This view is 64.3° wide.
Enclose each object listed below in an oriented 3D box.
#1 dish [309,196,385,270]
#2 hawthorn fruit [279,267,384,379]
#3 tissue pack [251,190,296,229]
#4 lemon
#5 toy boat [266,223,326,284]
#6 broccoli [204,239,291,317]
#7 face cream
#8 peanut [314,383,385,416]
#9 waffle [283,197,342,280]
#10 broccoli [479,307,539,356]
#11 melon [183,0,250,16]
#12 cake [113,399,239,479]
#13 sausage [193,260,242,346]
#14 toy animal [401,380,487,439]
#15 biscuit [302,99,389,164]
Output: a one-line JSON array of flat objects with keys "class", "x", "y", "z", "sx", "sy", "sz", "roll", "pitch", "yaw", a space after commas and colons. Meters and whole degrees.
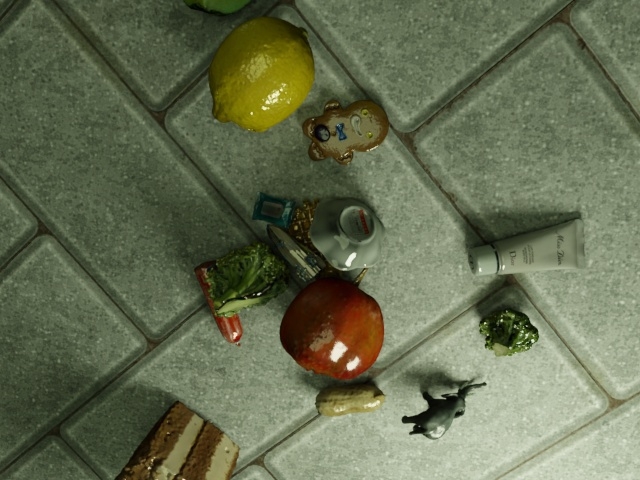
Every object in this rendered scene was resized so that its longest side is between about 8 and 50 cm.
[{"class": "dish", "x": 0.087, "y": -0.034, "z": 1.364, "sx": 0.230, "sy": 0.081, "sz": 0.229, "roll": 8, "pitch": 65, "yaw": -18}, {"class": "hawthorn fruit", "x": 0.053, "y": 0.213, "z": 1.399, "sx": 0.287, "sy": 0.287, "sz": 0.330, "roll": 26, "pitch": 92, "yaw": 0}, {"class": "tissue pack", "x": -0.133, "y": -0.085, "z": 1.454, "sx": 0.138, "sy": 0.028, "sz": 0.085, "roll": 17, "pitch": 97, "yaw": 26}, {"class": "lemon", "x": -0.153, "y": -0.416, "z": 1.290, "sx": 0.320, "sy": 0.245, "sz": 0.245, "roll": -42, "pitch": 95, "yaw": 16}, {"class": "toy boat", "x": -0.077, "y": 0.030, "z": 1.422, "sx": 0.210, "sy": 0.066, "sz": 0.084, "roll": 46, "pitch": 103, "yaw": 3}, {"class": "broccoli", "x": -0.227, "y": 0.098, "z": 1.422, "sx": 0.242, "sy": 0.273, "sz": 0.180, "roll": -35, "pitch": 73, "yaw": 28}, {"class": "face cream", "x": 0.567, "y": 0.033, "z": 1.398, "sx": 0.315, "sy": 0.089, "sz": 0.143, "roll": -10, "pitch": 102, "yaw": -2}, {"class": "peanut", "x": 0.089, "y": 0.478, "z": 1.536, "sx": 0.214, "sy": 0.099, "sz": 0.099, "roll": -10, "pitch": 101, "yaw": 4}, {"class": "waffle", "x": 0.000, "y": 0.000, "z": 1.463, "sx": 0.229, "sy": 0.051, "sz": 0.231, "roll": 33, "pitch": 103, "yaw": -1}, {"class": "broccoli", "x": 0.523, "y": 0.263, "z": 1.427, "sx": 0.146, "sy": 0.138, "sz": 0.162, "roll": 48, "pitch": 141, "yaw": 0}, {"class": "melon", "x": -0.260, "y": -0.746, "z": 1.250, "sx": 0.331, "sy": 0.226, "sz": 0.343, "roll": 11, "pitch": 117, "yaw": -8}, {"class": "cake", "x": -0.441, "y": 0.707, "z": 1.562, "sx": 0.290, "sy": 0.282, "sz": 0.255, "roll": 38, "pitch": 111, "yaw": -7}, {"class": "sausage", "x": -0.297, "y": 0.196, "z": 1.527, "sx": 0.074, "sy": 0.074, "sz": 0.274, "roll": -18, "pitch": 100, "yaw": 10}, {"class": "toy animal", "x": 0.358, "y": 0.490, "z": 1.495, "sx": 0.270, "sy": 0.137, "sz": 0.082, "roll": -29, "pitch": 97, "yaw": -29}, {"class": "biscuit", "x": 0.070, "y": -0.301, "z": 1.397, "sx": 0.236, "sy": 0.039, "sz": 0.179, "roll": -15, "pitch": 99, "yaw": 8}]
